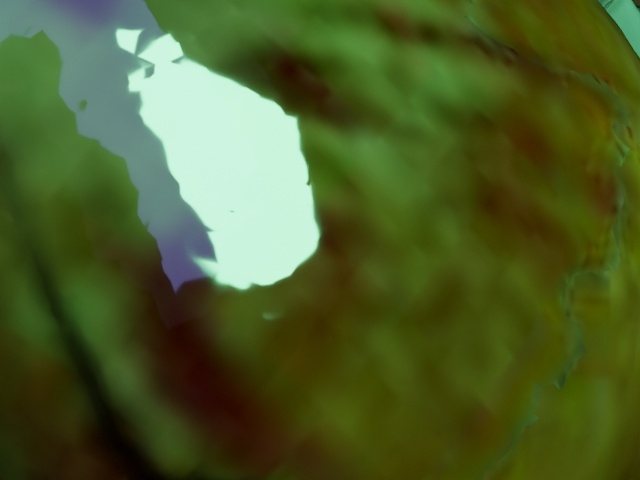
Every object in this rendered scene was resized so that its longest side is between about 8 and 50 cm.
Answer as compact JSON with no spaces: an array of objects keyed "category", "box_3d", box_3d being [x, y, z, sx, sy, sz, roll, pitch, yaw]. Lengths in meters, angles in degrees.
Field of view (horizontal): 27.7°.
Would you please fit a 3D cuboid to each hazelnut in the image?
[{"category":"hazelnut","box_3d":[-0.034,-0.004,0.548,0.402,0.402,0.429,-11,53,-25]}]

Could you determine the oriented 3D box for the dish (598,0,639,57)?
[{"category":"dish","box_3d":[0.145,-0.150,0.952,0.182,0.080,0.243,33,48,15]}]
